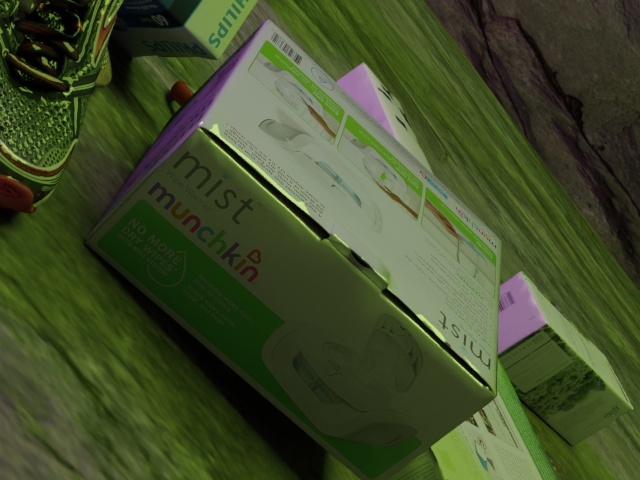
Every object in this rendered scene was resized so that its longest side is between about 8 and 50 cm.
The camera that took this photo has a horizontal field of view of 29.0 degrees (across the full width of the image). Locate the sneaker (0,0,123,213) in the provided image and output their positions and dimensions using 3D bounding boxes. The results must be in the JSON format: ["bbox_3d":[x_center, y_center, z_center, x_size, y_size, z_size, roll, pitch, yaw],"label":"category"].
[{"bbox_3d":[-0.168,-0.158,0.742,0.121,0.112,0.299,33,51,-44],"label":"sneaker"}]

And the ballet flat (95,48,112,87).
[{"bbox_3d":[-0.207,-0.195,0.889,0.206,0.067,0.073,44,19,-33],"label":"ballet flat"}]

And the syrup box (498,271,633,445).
[{"bbox_3d":[0.283,0.150,1.531,0.237,0.093,0.096,41,21,-39],"label":"syrup box"}]

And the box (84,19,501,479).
[{"bbox_3d":[0.000,0.000,0.879,0.262,0.127,0.231,42,26,-13],"label":"box"}]

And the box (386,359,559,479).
[{"bbox_3d":[0.120,0.165,1.117,0.322,0.058,0.232,33,27,-50],"label":"box"}]

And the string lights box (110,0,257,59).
[{"bbox_3d":[-0.180,-0.248,0.949,0.133,0.076,0.260,11,-25,49],"label":"string lights box"}]

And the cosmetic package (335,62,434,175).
[{"bbox_3d":[0.089,-0.120,1.585,0.099,0.060,0.239,39,22,-40],"label":"cosmetic package"}]

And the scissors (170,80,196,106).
[{"bbox_3d":[-0.021,-0.035,1.064,0.297,0.021,0.109,46,6,21],"label":"scissors"}]
